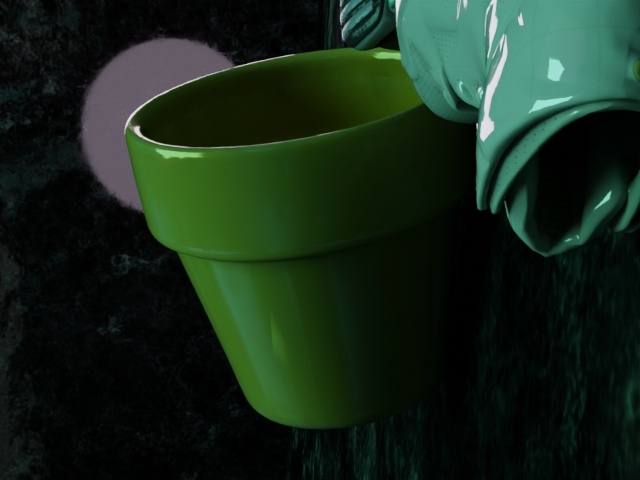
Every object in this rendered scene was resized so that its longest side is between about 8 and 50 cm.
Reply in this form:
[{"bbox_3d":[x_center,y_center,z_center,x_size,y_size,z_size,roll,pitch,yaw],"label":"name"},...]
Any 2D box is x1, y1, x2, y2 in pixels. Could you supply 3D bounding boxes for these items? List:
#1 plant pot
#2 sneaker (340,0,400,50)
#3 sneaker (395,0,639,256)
[{"bbox_3d":[0.000,0.000,0.912,0.254,0.254,0.239,-99,0,-68],"label":"plant pot"},{"bbox_3d":[0.106,-0.184,0.774,0.223,0.098,0.083,-27,57,55],"label":"sneaker"},{"bbox_3d":[0.093,-0.070,0.583,0.292,0.108,0.169,119,157,-75],"label":"sneaker"}]
